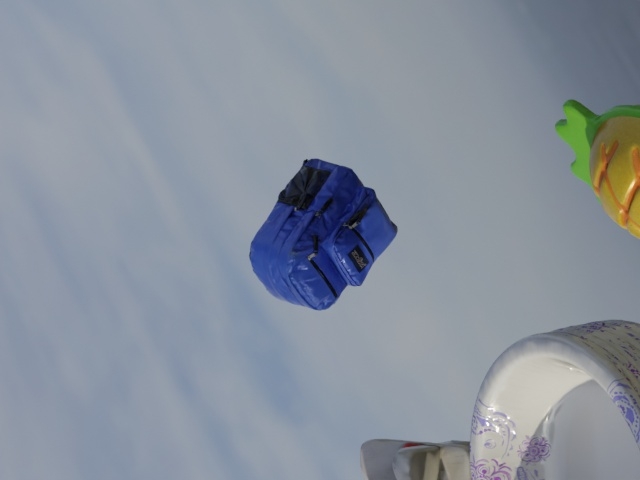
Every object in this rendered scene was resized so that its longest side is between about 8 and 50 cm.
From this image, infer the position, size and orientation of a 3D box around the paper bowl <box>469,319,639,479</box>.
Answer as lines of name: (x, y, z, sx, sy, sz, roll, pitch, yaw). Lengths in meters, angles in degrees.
paper bowl: (0.269, 0.211, 1.748, 0.284, 0.148, 0.284, 25, 119, 56)

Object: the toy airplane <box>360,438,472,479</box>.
toy airplane: (0.107, 0.423, 2.373, 0.386, 0.272, 0.384, 50, -148, -30)

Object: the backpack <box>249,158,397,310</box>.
backpack: (0.000, 0.000, 1.767, 0.101, 0.120, 0.098, 17, 151, 48)

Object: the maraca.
maraca: (0.253, -0.054, 1.527, 0.186, 0.099, 0.127, 22, 141, 51)
